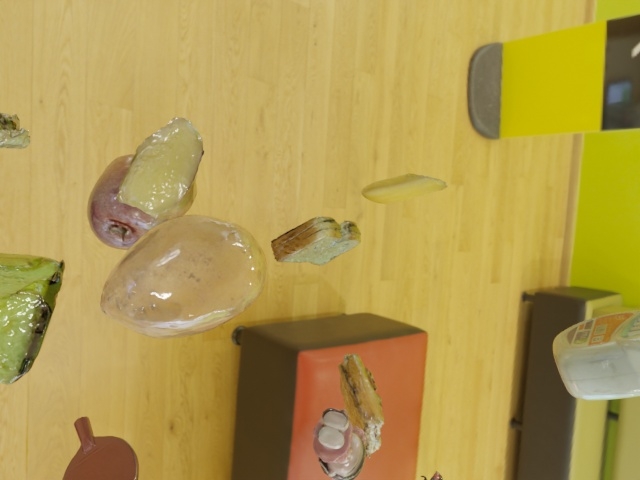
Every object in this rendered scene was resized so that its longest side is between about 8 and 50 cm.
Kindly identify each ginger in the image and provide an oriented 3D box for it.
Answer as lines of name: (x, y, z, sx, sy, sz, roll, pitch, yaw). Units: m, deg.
ginger: (-0.275, -0.130, 0.869, 0.193, 0.115, 0.122, -61, 169, -1)

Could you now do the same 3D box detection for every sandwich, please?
sandwich: (0.001, 0.001, 1.654, 0.273, 0.249, 0.095, 8, 58, -53)

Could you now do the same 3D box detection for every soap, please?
soap: (0.152, -0.093, 0.811, 0.089, 0.169, 0.033, 11, 74, -48)

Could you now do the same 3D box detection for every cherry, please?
cherry: (-0.530, -0.110, 1.279, 0.221, 0.261, 0.307, 15, 48, -35)

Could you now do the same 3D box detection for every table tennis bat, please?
table tennis bat: (-0.606, 0.605, 1.223, 0.201, 0.310, 0.038, -32, 138, -19)

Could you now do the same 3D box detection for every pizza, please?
pizza: (0.083, 0.307, 0.821, 0.069, 0.147, 0.226, -17, 126, -10)

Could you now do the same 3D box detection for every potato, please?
potato: (-0.123, 0.038, 0.426, 0.147, 0.112, 0.111, -17, 109, -8)

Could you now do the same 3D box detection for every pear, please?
pear: (-0.534, 0.079, 0.666, 0.256, 0.238, 0.163, 18, 93, -27)

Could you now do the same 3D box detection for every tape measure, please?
tape measure: (0.594, 0.222, 0.885, 0.243, 0.246, 0.125, -14, 81, -52)

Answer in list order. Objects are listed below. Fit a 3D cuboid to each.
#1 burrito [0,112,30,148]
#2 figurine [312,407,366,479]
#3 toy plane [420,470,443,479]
burrito: (-0.437, -0.135, 0.516, 0.188, 0.045, 0.058, -9, 73, -55)
figurine: (0.021, 0.232, 0.528, 0.129, 0.054, 0.072, 71, 30, -45)
toy plane: (0.130, 0.309, 0.498, 0.061, 0.130, 0.189, 3, 122, -1)
